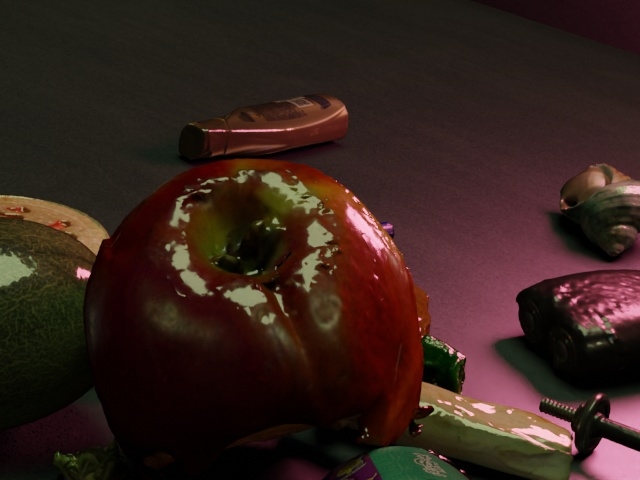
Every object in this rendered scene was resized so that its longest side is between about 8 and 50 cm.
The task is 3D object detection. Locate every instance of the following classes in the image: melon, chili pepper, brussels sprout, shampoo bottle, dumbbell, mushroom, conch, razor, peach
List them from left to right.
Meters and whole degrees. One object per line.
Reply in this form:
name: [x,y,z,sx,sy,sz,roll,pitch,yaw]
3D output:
melon: [-0.368,0.091,1.434,0.301,0.237,0.237,-9,29,-15]
brussels sprout: [-0.237,0.242,1.395,0.085,0.058,0.085,-13,0,0]
peach: [-0.060,0.110,1.362,0.339,0.416,0.353,-7,49,0]
shampoo bottle: [-0.103,-0.203,2.382,0.125,0.084,0.350,27,29,37]
chili pepper: [0.066,0.148,1.657,0.253,0.099,0.083,21,31,0]
mushroom: [0.147,0.216,1.575,0.312,0.081,0.100,14,25,4]
conch: [0.498,-0.054,2.262,0.176,0.122,0.188,-6,19,14]
razor: [0.451,0.112,1.894,0.327,0.107,0.189,-4,29,-30]
dumbbell: [0.382,0.241,1.598,0.254,0.110,0.110,20,25,32]

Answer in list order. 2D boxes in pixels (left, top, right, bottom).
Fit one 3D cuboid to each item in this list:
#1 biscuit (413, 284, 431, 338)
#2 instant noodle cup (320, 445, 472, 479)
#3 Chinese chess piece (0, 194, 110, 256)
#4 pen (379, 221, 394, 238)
biscuit: [0.027,0.097,1.827,0.257,0.049,0.273,15,26,10]
instant noodle cup: [0.083,0.311,1.172,0.251,0.251,0.190,6,16,-10]
Chinese chess piece: [-0.401,0.037,1.706,0.270,0.112,0.270,9,23,-4]
pen: [0.000,-0.001,2.045,0.269,0.033,0.033,-8,30,-34]
